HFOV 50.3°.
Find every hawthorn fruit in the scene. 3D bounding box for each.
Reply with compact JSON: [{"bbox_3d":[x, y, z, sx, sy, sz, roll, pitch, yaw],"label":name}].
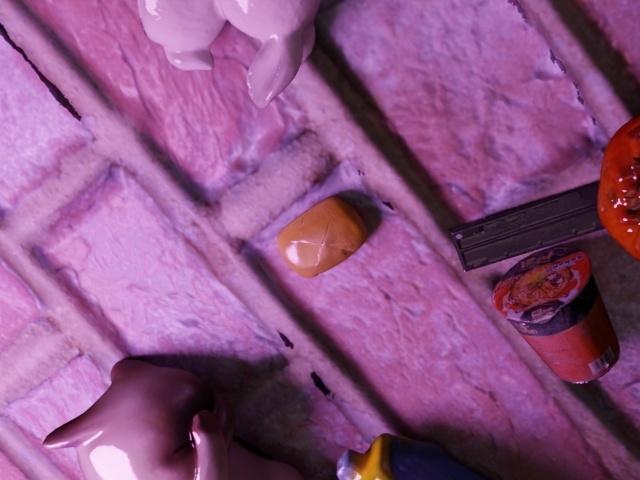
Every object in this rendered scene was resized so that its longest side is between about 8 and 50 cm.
[{"bbox_3d":[0.449,-0.060,0.701,0.298,0.211,0.212,-10,110,1],"label":"hawthorn fruit"}]

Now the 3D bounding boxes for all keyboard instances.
[{"bbox_3d":[0.263,-0.018,0.838,0.197,0.010,0.064,-19,109,14],"label":"keyboard"}]

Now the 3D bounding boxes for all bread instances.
[{"bbox_3d":[0.000,0.000,0.856,0.115,0.056,0.082,-29,105,17],"label":"bread"}]

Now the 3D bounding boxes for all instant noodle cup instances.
[{"bbox_3d":[0.295,0.096,0.827,0.127,0.127,0.136,-30,112,17],"label":"instant noodle cup"}]

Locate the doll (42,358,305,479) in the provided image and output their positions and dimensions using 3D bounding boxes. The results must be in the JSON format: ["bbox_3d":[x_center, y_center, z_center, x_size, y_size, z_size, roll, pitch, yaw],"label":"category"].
[{"bbox_3d":[-0.163,0.332,0.926,0.225,0.215,0.371,-21,110,32],"label":"doll"}]

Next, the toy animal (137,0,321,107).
[{"bbox_3d":[-0.097,-0.252,0.734,0.192,0.127,0.179,14,114,1],"label":"toy animal"}]

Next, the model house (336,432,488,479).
[{"bbox_3d":[0.123,0.416,0.926,0.303,0.215,0.237,34,112,0],"label":"model house"}]
